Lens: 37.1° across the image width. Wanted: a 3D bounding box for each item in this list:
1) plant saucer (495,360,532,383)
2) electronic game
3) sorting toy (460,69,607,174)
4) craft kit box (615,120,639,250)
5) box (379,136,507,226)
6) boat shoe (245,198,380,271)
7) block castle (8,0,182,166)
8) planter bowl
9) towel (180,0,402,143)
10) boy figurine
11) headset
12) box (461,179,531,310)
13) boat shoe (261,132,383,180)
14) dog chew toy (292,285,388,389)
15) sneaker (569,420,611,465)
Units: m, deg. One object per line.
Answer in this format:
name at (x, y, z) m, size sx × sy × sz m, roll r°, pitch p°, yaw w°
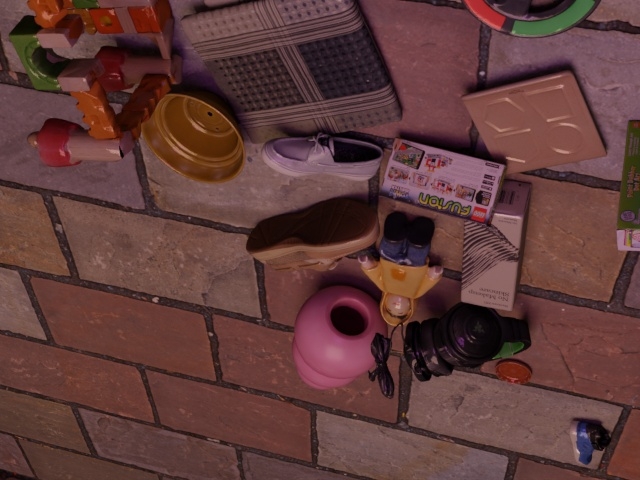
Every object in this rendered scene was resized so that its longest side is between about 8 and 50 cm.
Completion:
plant saucer at (0.441, 0.299, 2.175) m, size 0.084 × 0.013 × 0.083 m, roll 13°, pitch 140°, yaw 11°
electronic game at (0.306, -0.395, 1.401) m, size 0.229 × 0.048 × 0.229 m, roll 12°, pitch 141°, yaw 10°
sorting toy at (0.364, -0.199, 1.617) m, size 0.193 × 0.038 × 0.208 m, roll -9°, pitch 137°, yaw 32°
craft kit box at (0.593, -0.088, 1.469) m, size 0.247 × 0.250 × 0.061 m, roll 4°, pitch 140°, yaw 21°
box at (0.218, -0.106, 1.705) m, size 0.207 × 0.114 × 0.036 m, roll 17°, pitch -176°, yaw 20°
boat shoe at (0.000, 0.000, 1.953) m, size 0.341 × 0.121 × 0.110 m, roll -6°, pitch 139°, yaw 44°
block castle at (-0.422, -0.371, 1.555) m, size 0.213 × 0.303 × 0.453 m, roll 4°, pitch 137°, yaw 21°
planter bowl at (-0.225, -0.217, 1.809) m, size 0.217 × 0.090 × 0.217 m, roll 15°, pitch 140°, yaw 13°
towel at (-0.047, -0.310, 1.669) m, size 0.324 × 0.056 × 0.312 m, roll -5°, pitch 137°, yaw 26°
boy figurine at (0.161, 0.065, 1.969) m, size 0.177 × 0.092 × 0.285 m, roll 12°, pitch 138°, yaw 6°
headset at (0.263, 0.236, 1.957) m, size 0.394 × 0.185 × 0.243 m, roll 8°, pitch 156°, yaw -36°
box at (0.332, 0.009, 1.821) m, size 0.113 × 0.094 × 0.275 m, roll 9°, pitch 139°, yaw 16°
boat shoe at (0.008, -0.164, 1.743) m, size 0.228 × 0.079 × 0.081 m, roll 6°, pitch 149°, yaw -19°
dog chew toy at (0.028, 0.238, 2.155) m, size 0.207 × 0.206 × 0.332 m, roll 22°, pitch 150°, yaw -1°
sneaker at (0.649, 0.489, 2.265) m, size 0.085 × 0.058 × 0.152 m, roll 4°, pitch 132°, yaw 33°
